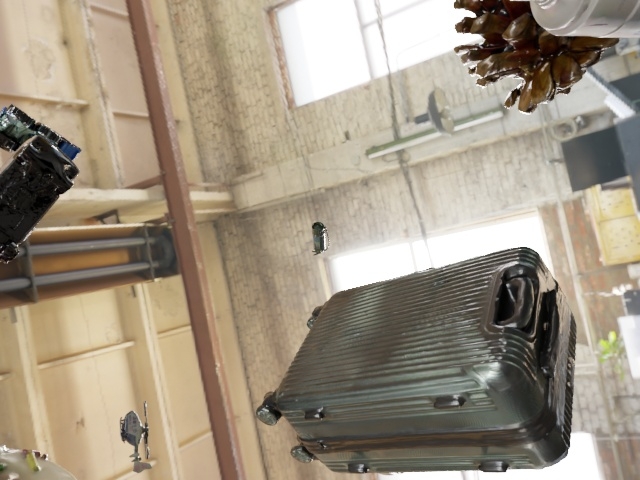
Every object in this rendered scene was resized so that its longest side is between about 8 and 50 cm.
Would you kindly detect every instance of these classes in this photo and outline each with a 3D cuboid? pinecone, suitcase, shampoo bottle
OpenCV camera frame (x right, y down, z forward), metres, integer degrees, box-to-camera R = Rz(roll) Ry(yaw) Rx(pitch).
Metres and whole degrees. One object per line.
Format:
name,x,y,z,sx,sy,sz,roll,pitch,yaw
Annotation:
pinecone,0.245,-0.251,0.620,0.195,0.179,0.150,46,176,23
suitcase,0.098,0.129,0.560,0.128,0.312,0.202,54,-140,-19
shampoo bottle,0.304,-0.232,0.487,0.092,0.303,0.092,175,90,-76

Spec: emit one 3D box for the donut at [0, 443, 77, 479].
donut,-0.505,0.390,0.745,0.382,0.382,0.143,23,-102,-56

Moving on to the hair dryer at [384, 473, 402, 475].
hair dryer,0.170,0.380,1.069,0.295,0.298,0.119,4,-136,-55

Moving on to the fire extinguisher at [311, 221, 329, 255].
fire extinguisher,0.000,0.000,1.085,0.083,0.038,0.025,88,175,-46

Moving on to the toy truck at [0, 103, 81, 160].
toy truck,-0.774,-0.266,1.451,0.208,0.126,0.113,39,-97,-41

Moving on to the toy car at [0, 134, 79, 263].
toy car,-0.456,-0.054,0.782,0.089,0.108,0.210,51,-129,-37

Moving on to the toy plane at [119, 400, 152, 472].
toy plane,-0.321,0.342,0.933,0.031,0.049,0.121,109,152,-54
